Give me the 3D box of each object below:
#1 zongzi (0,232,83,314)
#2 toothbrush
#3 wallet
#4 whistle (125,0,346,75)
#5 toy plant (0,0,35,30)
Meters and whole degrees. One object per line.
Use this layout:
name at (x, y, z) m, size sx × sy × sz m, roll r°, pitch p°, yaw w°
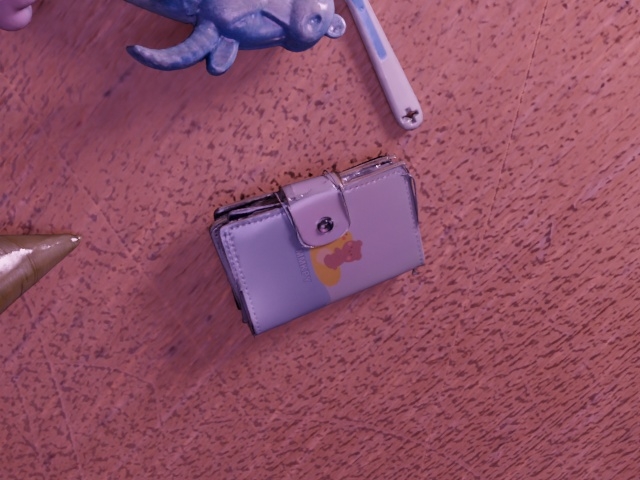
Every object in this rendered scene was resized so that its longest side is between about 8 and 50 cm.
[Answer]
zongzi at (-0.453, 0.002, 0.889) m, size 0.317 × 0.154 × 0.289 m, roll -46°, pitch 103°, yaw -25°
toothbrush at (0.025, -0.273, 0.891) m, size 0.040 × 0.040 × 0.386 m, roll -28°, pitch 117°, yaw 1°
wallet at (0.000, 0.000, 0.995) m, size 0.231 × 0.069 × 0.170 m, roll -20°, pitch 121°, yaw -9°
whistle at (-0.102, -0.243, 0.848) m, size 0.269 × 0.093 × 0.180 m, roll 13°, pitch 87°, yaw -17°
toy plant at (-0.363, -0.258, 0.750) m, size 0.243 × 0.112 × 0.232 m, roll -15°, pitch 133°, yaw 29°
